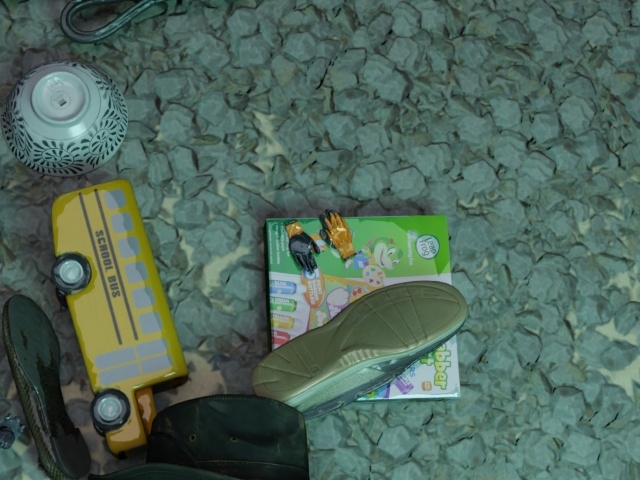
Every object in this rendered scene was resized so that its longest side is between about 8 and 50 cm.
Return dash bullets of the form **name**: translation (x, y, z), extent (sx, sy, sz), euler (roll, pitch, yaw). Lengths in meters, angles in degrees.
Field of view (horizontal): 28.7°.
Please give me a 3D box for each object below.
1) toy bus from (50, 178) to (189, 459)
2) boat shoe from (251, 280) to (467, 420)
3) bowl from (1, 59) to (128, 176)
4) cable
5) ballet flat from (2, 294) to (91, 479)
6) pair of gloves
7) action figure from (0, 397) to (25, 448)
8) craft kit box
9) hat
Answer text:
- **toy bus**: translation (-0.257, 0.101, 1.587), extent (0.130, 0.108, 0.332), euler (-16, 77, -12)
- **boat shoe**: translation (0.052, 0.143, 1.565), extent (0.285, 0.092, 0.103), euler (-27, 52, -9)
- **bowl**: translation (-0.341, -0.176, 1.663), extent (0.170, 0.080, 0.170), euler (2, 75, -7)
- **cable**: translation (-0.220, -0.349, 1.731), extent (0.287, 0.072, 0.139), euler (-41, 101, -3)
- **ballet flat**: translation (-0.356, 0.190, 1.577), extent (0.058, 0.084, 0.250), euler (-27, 78, 31)
- **pair of gloves**: translation (0.000, 0.000, 1.638), extent (0.083, 0.010, 0.074), euler (-21, 78, -11)
- **action figure**: translation (-0.432, 0.292, 1.523), extent (0.185, 0.099, 0.285), euler (-27, 76, -4)
- **craft kit box**: translation (0.052, 0.093, 1.653), extent (0.247, 0.061, 0.250), euler (-1, 76, -10)
- **hat**: translation (-0.102, 0.253, 1.469), extent (0.331, 0.331, 0.134), euler (8, 66, -5)
